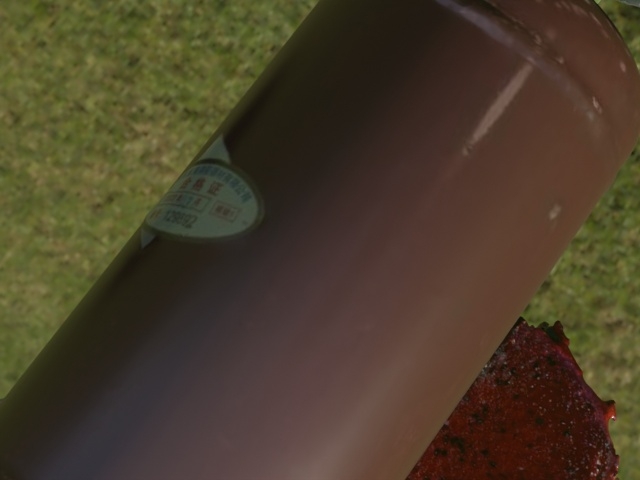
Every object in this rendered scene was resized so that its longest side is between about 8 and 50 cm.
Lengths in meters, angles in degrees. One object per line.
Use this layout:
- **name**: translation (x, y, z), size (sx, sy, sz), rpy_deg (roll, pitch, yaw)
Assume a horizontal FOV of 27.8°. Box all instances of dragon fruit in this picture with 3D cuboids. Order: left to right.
- **dragon fruit**: translation (0.132, 0.190, 1.036), size (0.163, 0.261, 0.189), rpy_deg (48, 150, -16)

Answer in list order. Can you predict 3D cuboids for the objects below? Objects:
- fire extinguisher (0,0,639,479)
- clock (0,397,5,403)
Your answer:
- **fire extinguisher**: translation (0.000, 0.000, 0.410), size (0.135, 0.337, 0.114), rpy_deg (35, 167, 15)
- **clock**: translation (-0.230, 0.171, 0.876), size (0.050, 0.153, 0.110), rpy_deg (39, 141, 55)
